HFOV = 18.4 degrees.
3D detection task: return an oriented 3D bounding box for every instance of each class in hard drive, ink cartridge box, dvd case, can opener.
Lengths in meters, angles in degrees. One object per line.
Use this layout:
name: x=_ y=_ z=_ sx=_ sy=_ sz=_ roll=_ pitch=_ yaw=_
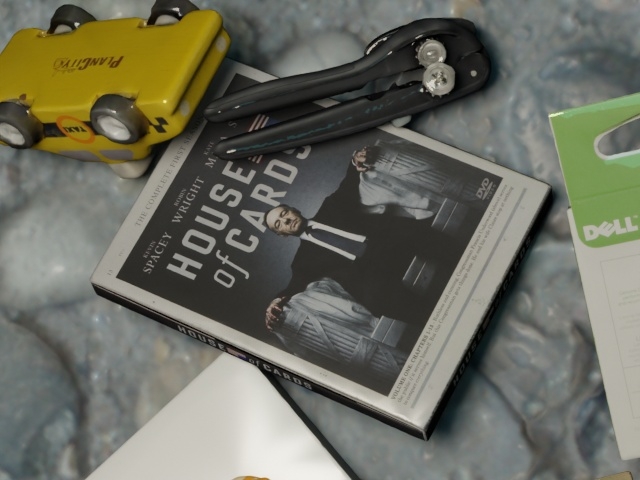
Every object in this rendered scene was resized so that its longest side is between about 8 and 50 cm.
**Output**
hard drive: x=-0.099 y=0.240 z=1.224 sx=0.307 sy=0.040 sz=0.203 roll=-42 pitch=71 yaw=3
ink cartridge box: x=0.205 y=0.013 z=1.140 sx=0.109 sy=0.062 sz=0.209 roll=-12 pitch=99 yaw=12
dvd case: x=0.000 y=0.000 z=1.235 sx=0.238 sy=0.029 sz=0.179 roll=23 pitch=71 yaw=18
can opener: x=0.018 y=-0.090 z=1.235 sx=0.186 sy=0.073 sz=0.059 roll=-23 pitch=96 yaw=-7

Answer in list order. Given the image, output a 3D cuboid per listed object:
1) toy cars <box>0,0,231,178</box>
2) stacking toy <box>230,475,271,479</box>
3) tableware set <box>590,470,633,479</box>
toy cars: x=-0.219 y=-0.036 z=1.289 sx=0.393 sy=0.087 sz=0.176 roll=-31 pitch=37 yaw=9
stacking toy: x=-0.133 y=0.248 z=1.145 sx=0.165 sy=0.175 sz=0.302 roll=39 pitch=79 yaw=17
tableware set: x=0.216 y=0.187 z=1.150 sx=0.194 sy=0.039 sz=0.128 roll=-17 pitch=90 yaw=17
